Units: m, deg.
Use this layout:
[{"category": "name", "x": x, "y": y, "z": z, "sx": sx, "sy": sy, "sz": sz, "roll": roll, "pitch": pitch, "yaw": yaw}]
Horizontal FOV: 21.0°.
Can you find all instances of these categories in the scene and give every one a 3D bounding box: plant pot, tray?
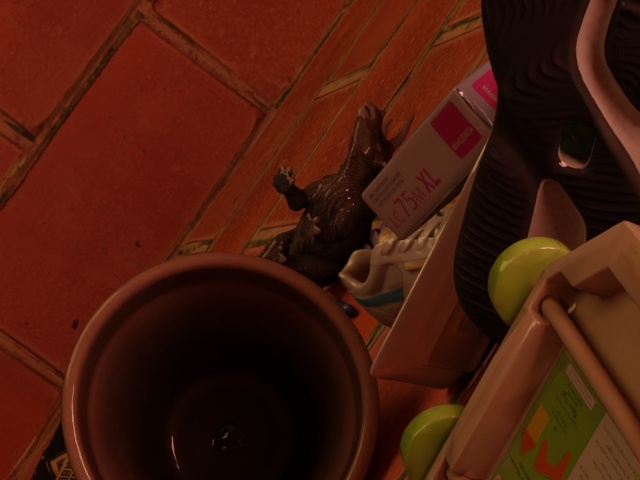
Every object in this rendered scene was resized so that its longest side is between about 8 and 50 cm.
[{"category": "plant pot", "x": -0.080, "y": 0.161, "z": 1.502, "sx": 0.263, "sy": 0.263, "sz": 0.229, "roll": -56, "pitch": -8, "yaw": -11}, {"category": "tray", "x": 0.137, "y": -0.004, "z": 1.315, "sx": 0.145, "sy": 0.030, "sz": 0.270, "roll": 17, "pitch": -79, "yaw": -60}]

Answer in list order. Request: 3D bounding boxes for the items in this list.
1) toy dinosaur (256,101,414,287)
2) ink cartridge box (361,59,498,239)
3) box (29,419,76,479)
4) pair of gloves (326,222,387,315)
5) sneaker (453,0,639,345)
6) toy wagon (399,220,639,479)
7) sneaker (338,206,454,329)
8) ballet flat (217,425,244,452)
[{"category": "toy dinosaur", "x": 0.000, "y": 0.000, "z": 1.930, "sx": 0.121, "sy": 0.160, "sz": 0.313, "roll": 47, "pitch": 119, "yaw": 37}, {"category": "ink cartridge box", "x": 0.181, "y": -0.136, "z": 1.438, "sx": 0.311, "sy": 0.065, "sz": 0.186, "roll": -36, "pitch": -7, "yaw": -34}, {"category": "box", "x": -0.196, "y": 0.250, "z": 1.685, "sx": 0.293, "sy": 0.073, "sz": 0.295, "roll": -69, "pitch": -17, "yaw": -51}, {"category": "pair of gloves", "x": 0.035, "y": 0.050, "z": 1.844, "sx": 0.198, "sy": 0.023, "sz": 0.159, "roll": -52, "pitch": 11, "yaw": 11}, {"category": "sneaker", "x": 0.206, "y": -0.160, "z": 1.115, "sx": 0.257, "sy": 0.169, "sz": 0.447, "roll": -58, "pitch": -15, "yaw": -52}, {"category": "toy wagon", "x": 0.109, "y": 0.160, "z": 0.923, "sx": 0.344, "sy": 0.068, "sz": 0.267, "roll": -64, "pitch": 19, "yaw": 18}, {"category": "sneaker", "x": 0.100, "y": 0.012, "z": 1.494, "sx": 0.229, "sy": 0.092, "sz": 0.087, "roll": -40, "pitch": 16, "yaw": 48}, {"category": "ballet flat", "x": -0.100, "y": 0.259, "z": 1.666, "sx": 0.250, "sy": 0.084, "sz": 0.058, "roll": -59, "pitch": -24, "yaw": -15}]
